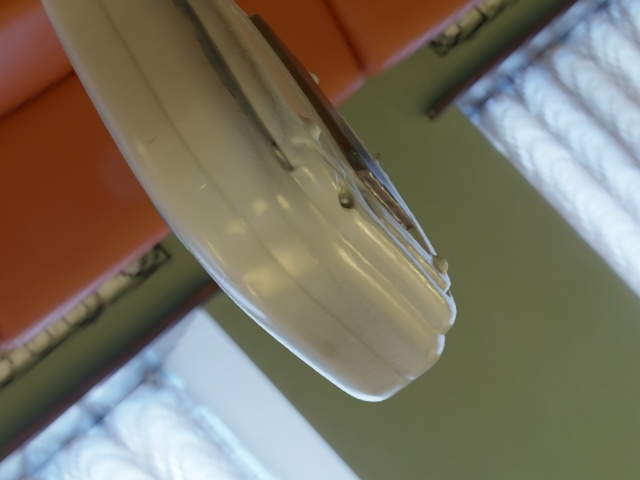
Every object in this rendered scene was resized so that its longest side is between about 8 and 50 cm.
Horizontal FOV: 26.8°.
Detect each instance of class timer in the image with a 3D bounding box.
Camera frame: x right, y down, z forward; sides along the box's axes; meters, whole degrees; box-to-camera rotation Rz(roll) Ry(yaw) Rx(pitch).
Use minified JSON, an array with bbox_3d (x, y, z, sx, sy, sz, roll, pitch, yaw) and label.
[{"bbox_3d":[-0.033,-0.049,0.693,0.087,0.262,0.237,-38,143,8],"label":"timer"}]
